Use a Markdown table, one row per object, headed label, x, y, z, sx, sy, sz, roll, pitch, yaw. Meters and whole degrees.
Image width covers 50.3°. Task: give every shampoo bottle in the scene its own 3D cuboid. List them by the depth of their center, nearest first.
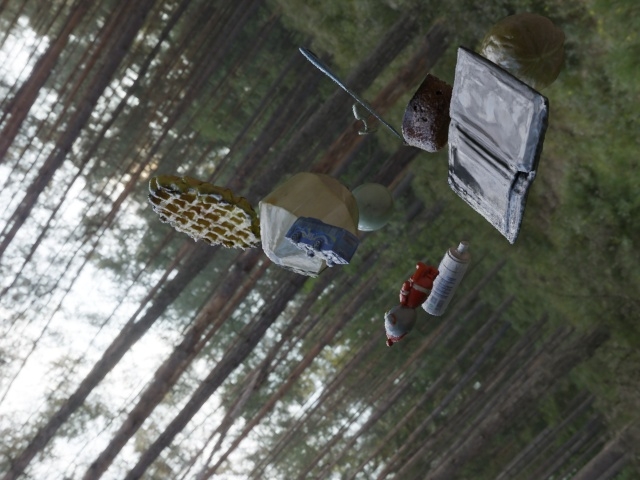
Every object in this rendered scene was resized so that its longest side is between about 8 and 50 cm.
| label | x | y | z | sx | sy | sz | roll | pitch | yaw |
| --- | --- | --- | --- | --- | --- | --- | --- | --- | --- |
| shampoo bottle | 0.446 | 0.124 | 2.376 | 0.092 | 0.303 | 0.092 | 12 | -145 | -9 |

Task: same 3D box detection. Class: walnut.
| label | x | y | z | sx | sy | sz | roll | pitch | yaw |
| --- | --- | --- | --- | --- | --- | --- | --- | --- | --- |
| walnut | 0.583 | -0.546 | 2.000 | 0.227 | 0.283 | 0.283 | 53 | -169 | -20 |

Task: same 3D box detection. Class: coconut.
| label | x | y | z | sx | sy | sz | roll | pitch | yaw |
| --- | --- | --- | --- | --- | --- | --- | --- | --- | --- |
| coconut | -0.042 | -0.047 | 2.085 | 0.323 | 0.323 | 0.323 | 37 | -164 | -12 |

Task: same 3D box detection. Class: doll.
| label | x | y | z | sx | sy | sz | roll | pitch | yaw |
| --- | --- | --- | --- | --- | --- | --- | --- | --- | --- |
| doll | 0.236 | 0.175 | 1.822 | 0.142 | 0.245 | 0.076 | 16 | -165 | -49 |

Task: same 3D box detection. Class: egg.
| label | x | y | z | sx | sy | sz | roll | pitch | yaw |
| --- | --- | --- | --- | --- | --- | --- | --- | --- | --- |
| egg | 0.186 | -0.126 | 2.609 | 0.183 | 0.183 | 0.264 | 42 | -152 | 9 |

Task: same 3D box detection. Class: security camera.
| label | x | y | z | sx | sy | sz | roll | pitch | yaw |
| --- | --- | --- | --- | --- | --- | --- | --- | --- | --- |
| security camera | 0.122 | -0.342 | 1.878 | 0.058 | 0.058 | 0.092 | -90 | -12 | -70 |

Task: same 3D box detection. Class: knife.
| label | x | y | z | sx | sy | sz | roll | pitch | yaw |
| --- | --- | --- | --- | --- | --- | --- | --- | --- | --- |
| knife | 0.067 | -0.333 | 1.520 | 0.313 | 0.019 | 0.044 | 42 | -164 | 5 |

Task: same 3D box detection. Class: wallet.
| label | x | y | z | sx | sy | sz | roll | pitch | yaw |
| --- | --- | --- | --- | --- | --- | --- | --- | --- | --- |
| wallet | 0.319 | -0.172 | 1.272 | 0.247 | 0.041 | 0.323 | 51 | 155 | 43 |

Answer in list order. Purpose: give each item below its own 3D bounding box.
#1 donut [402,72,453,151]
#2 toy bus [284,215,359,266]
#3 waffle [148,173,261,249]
| label | x | y | z | sx | sy | sz | roll | pitch | yaw |
| --- | --- | --- | --- | --- | --- | --- | --- | --- | --- |
| donut | 0.302 | -0.340 | 1.881 | 0.126 | 0.187 | 0.144 | 35 | -174 | 32 |
| toy bus | 0.003 | 0.000 | 1.761 | 0.079 | 0.094 | 0.236 | 44 | 166 | -32 |
| waffle | -0.369 | -0.085 | 2.249 | 0.382 | 0.095 | 0.380 | 13 | 153 | 14 |
